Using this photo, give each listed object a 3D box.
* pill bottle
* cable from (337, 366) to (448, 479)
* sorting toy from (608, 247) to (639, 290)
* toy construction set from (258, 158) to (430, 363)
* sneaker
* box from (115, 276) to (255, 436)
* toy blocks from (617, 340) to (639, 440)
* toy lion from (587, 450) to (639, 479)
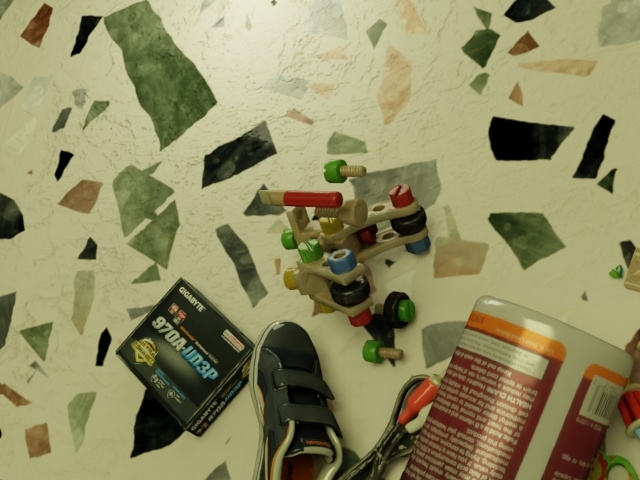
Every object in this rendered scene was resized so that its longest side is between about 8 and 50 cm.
[{"bbox_3d":[0.235,0.290,1.492,0.224,0.224,0.392,22,87,33],"label":"pill bottle"},{"bbox_3d":[0.101,0.293,1.661,0.287,0.072,0.139,-36,54,1],"label":"cable"},{"bbox_3d":[0.462,0.043,1.645,0.083,0.012,0.062,15,78,28],"label":"sorting toy"},{"bbox_3d":[0.000,0.000,1.743,0.237,0.309,0.257,4,59,34],"label":"toy construction set"},{"bbox_3d":[-0.031,0.267,1.698,0.127,0.126,0.321,-29,57,54],"label":"sneaker"},{"bbox_3d":[-0.217,0.191,1.892,0.175,0.051,0.220,-48,54,-2],"label":"box"},{"bbox_3d":[0.456,0.210,1.539,0.123,0.054,0.148,-30,56,11],"label":"toy blocks"},{"bbox_3d":[0.376,0.320,1.542,0.100,0.034,0.096,-24,50,14],"label":"toy lion"}]
